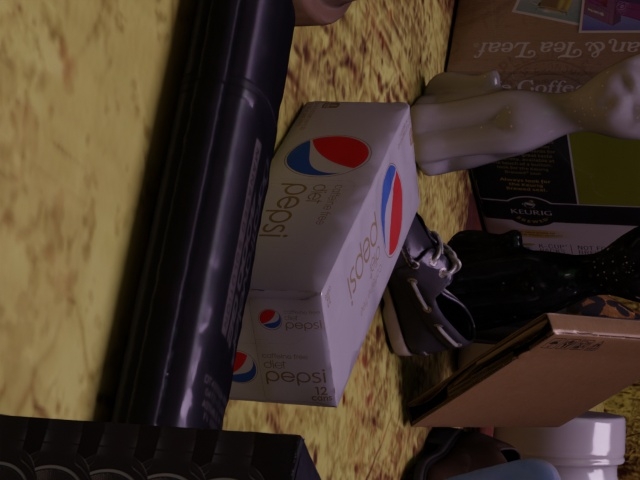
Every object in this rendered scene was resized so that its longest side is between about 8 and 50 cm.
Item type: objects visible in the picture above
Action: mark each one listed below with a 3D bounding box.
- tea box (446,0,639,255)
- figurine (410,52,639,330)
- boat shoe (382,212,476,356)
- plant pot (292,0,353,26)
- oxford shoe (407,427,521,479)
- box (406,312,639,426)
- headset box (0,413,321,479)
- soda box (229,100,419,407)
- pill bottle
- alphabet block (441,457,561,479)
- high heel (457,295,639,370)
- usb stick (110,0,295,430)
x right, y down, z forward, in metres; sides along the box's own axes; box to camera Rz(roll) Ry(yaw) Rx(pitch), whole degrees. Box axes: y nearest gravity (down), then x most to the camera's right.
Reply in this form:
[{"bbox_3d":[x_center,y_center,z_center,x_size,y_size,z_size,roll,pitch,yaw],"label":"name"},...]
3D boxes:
[{"bbox_3d":[0.316,-0.150,1.464,0.323,0.328,0.220,68,29,-56],"label":"tea box"},{"bbox_3d":[0.189,-0.040,1.205,0.092,0.209,0.215,-11,93,-72],"label":"figurine"},{"bbox_3d":[0.075,0.012,1.114,0.206,0.064,0.075,74,24,-47],"label":"boat shoe"},{"bbox_3d":[0.027,-0.239,0.840,0.237,0.109,0.237,1,90,-74],"label":"plant pot"},{"bbox_3d":[0.122,0.217,1.255,0.227,0.096,0.083,-50,141,-63],"label":"oxford shoe"},{"bbox_3d":[0.191,0.111,1.246,0.201,0.164,0.021,6,55,-45],"label":"box"},{"bbox_3d":[-0.061,0.227,0.541,0.246,0.131,0.283,70,27,-52],"label":"headset box"},{"bbox_3d":[0.000,0.000,0.845,0.216,0.069,0.074,-65,152,-56],"label":"soda box"},{"bbox_3d":[0.232,0.329,1.500,0.176,0.176,0.319,11,81,-74],"label":"pill bottle"},{"bbox_3d":[0.058,0.252,0.772,0.197,0.193,0.192,69,9,-53],"label":"alphabet block"},{"bbox_3d":[0.219,0.091,1.407,0.261,0.186,0.093,26,67,-73],"label":"high heel"},{"bbox_3d":[-0.053,-0.006,0.704,0.077,0.045,0.278,74,23,-65],"label":"usb stick"}]
